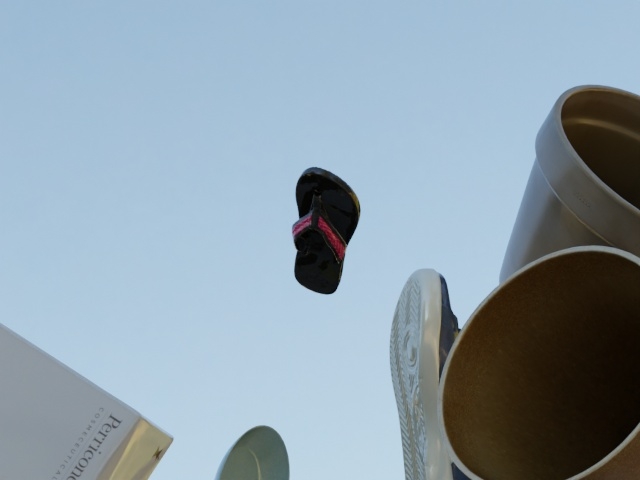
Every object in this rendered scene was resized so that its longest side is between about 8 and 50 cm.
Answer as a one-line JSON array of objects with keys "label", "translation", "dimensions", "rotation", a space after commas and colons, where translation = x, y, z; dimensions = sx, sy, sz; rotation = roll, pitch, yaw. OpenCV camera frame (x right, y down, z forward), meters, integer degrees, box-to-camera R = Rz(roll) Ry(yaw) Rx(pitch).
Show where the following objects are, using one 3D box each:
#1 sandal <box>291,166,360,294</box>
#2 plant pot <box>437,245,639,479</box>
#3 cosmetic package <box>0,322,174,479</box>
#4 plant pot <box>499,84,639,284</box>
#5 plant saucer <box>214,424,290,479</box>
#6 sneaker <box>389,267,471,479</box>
[{"label": "sandal", "translation": [0.000, 0.000, 1.624], "dimensions": [0.067, 0.040, 0.179], "rotation": [19, -42, 13]}, {"label": "plant pot", "translation": [0.273, 0.171, 1.454], "dimensions": [0.237, 0.237, 0.254], "rotation": [-23, -46, 31]}, {"label": "cosmetic package", "translation": [-0.451, 0.230, 2.165], "dimensions": [0.453, 0.230, 0.161], "rotation": [29, -11, 20]}, {"label": "plant pot", "translation": [0.390, -0.004, 2.202], "dimensions": [0.323, 0.323, 0.280], "rotation": [10, -52, -29]}, {"label": "plant saucer", "translation": [-0.110, 0.360, 2.348], "dimensions": [0.037, 0.195, 0.195], "rotation": [7, -18, 30]}, {"label": "sneaker", "translation": [0.178, 0.206, 2.005], "dimensions": [0.148, 0.350, 0.131], "rotation": [-3, -4, -15]}]
